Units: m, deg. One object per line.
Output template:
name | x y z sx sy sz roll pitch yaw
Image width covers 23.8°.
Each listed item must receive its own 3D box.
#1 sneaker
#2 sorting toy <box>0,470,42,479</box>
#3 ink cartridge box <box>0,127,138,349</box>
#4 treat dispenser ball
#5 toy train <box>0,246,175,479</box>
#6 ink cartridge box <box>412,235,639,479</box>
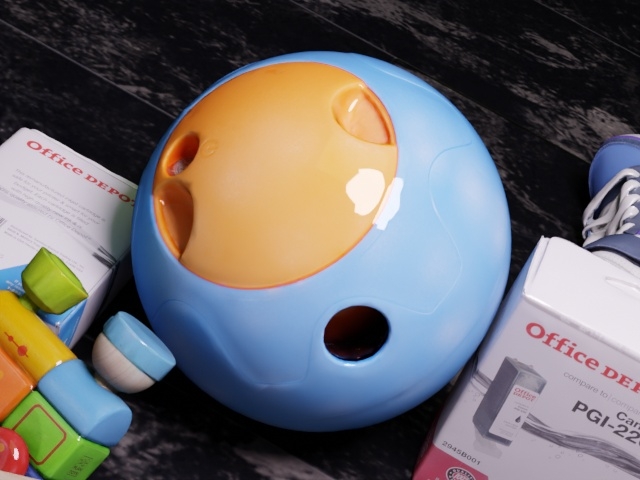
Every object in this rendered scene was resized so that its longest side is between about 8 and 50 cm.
sneaker | 0.284 0.007 1.461 0.236 0.130 0.323 5 45 -33
sorting toy | -0.269 0.236 0.851 0.257 0.089 0.255 16 36 -14
ink cartridge box | -0.227 0.010 1.180 0.139 0.082 0.191 29 33 4
treat dispenser ball | 0.000 0.000 1.154 0.288 0.288 0.288 17 36 -12
toy train | -0.222 0.059 1.042 0.248 0.143 0.105 43 -3 23
ink cartridge box | 0.187 0.127 1.167 0.158 0.218 0.092 27 35 3
